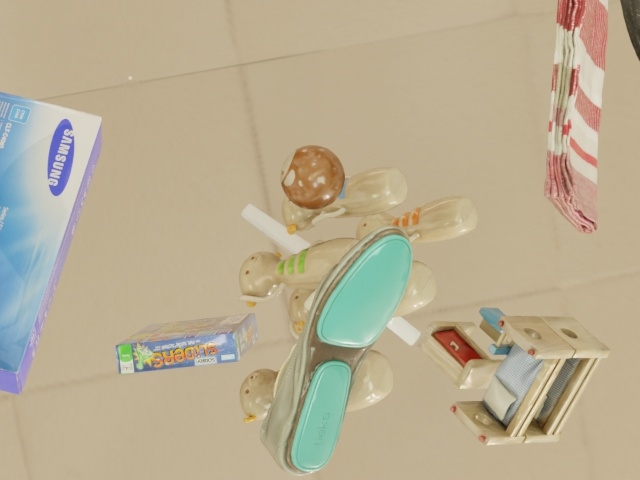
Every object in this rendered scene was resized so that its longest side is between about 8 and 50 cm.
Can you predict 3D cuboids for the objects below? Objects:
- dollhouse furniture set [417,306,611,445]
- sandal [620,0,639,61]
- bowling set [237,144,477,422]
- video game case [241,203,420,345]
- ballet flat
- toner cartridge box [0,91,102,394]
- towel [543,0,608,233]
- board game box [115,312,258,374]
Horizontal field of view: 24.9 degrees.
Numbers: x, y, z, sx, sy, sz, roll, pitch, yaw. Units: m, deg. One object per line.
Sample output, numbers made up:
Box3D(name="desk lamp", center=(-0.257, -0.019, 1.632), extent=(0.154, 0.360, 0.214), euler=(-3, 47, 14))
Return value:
Box3D(name="dollhouse furniture set", center=(0.194, 0.121, 1.617), extent=(0.129, 0.183, 0.129), euler=(4, 120, -42))
Box3D(name="sandal", center=(0.296, -0.204, 1.180), extent=(0.107, 0.167, 0.446), euler=(-43, 69, 32))
Box3D(name="bowling set", center=(0.000, 0.000, 1.268), extent=(0.154, 0.287, 0.200), euler=(-12, 119, 38))
Box3D(name="video game case", center=(0.010, 0.036, 1.622), extent=(0.173, 0.190, 0.022), euler=(40, 87, -30))
Box3D(name="ballet flat", center=(0.004, 0.078, 1.125), extent=(0.072, 0.068, 0.213), euler=(14, 103, -36))
Box3D(name="toner cartridge box", center=(-0.384, -0.005, 1.720), extent=(0.165, 0.075, 0.348), euler=(14, 64, -2))
Box3D(name="towel", center=(0.325, -0.188, 1.784), extent=(0.037, 0.237, 0.329), euler=(2, 82, 20))
Box3D(name="board game box", center=(-0.151, 0.118, 1.684), extent=(0.136, 0.201, 0.035), euler=(-7, 93, 5))
